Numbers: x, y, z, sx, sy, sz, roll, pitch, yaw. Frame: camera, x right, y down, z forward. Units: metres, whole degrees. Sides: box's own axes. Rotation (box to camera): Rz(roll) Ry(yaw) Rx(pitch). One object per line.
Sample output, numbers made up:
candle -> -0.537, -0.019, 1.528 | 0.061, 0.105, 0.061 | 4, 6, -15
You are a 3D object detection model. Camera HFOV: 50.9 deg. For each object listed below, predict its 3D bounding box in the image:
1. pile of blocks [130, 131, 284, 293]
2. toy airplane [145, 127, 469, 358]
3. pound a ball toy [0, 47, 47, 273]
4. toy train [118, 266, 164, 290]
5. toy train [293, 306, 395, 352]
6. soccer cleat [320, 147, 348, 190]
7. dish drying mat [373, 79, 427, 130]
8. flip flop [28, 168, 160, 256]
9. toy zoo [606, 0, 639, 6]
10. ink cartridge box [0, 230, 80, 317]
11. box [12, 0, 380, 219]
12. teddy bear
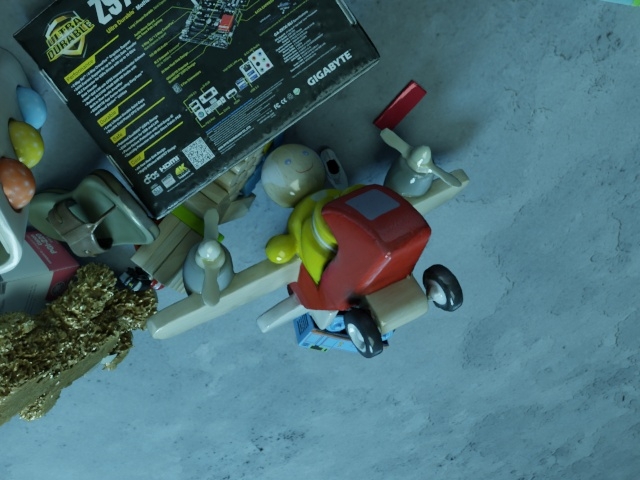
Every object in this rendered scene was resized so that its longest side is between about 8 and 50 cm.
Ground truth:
pile of blocks -> -0.153, -0.096, 0.921 | 0.113, 0.149, 0.362 | 37, 107, 9
toy airplane -> 0.000, 0.000, 0.916 | 0.385, 0.386, 0.272 | -24, 94, 26
pound a ball toy -> -0.367, -0.108, 0.680 | 0.136, 0.319, 0.208 | -14, 131, -6
toy train -> -0.242, 0.056, 0.988 | 0.027, 0.036, 0.158 | -47, 170, 10
toy train -> 0.045, 0.150, 1.190 | 0.184, 0.080, 0.105 | 17, 131, -31
soccer cleat -> 0.022, -0.100, 0.998 | 0.029, 0.035, 0.083 | -24, 131, 3
dish drying mat -> 0.114, -0.191, 0.971 | 0.032, 0.008, 0.083 | 29, 116, -33
flip flop -> -0.299, -0.020, 0.838 | 0.277, 0.080, 0.112 | -2, 133, 42
toy zoo -> 0.372, -0.408, 0.857 | 0.293, 0.030, 0.192 | 2, 128, -19
ink cartridge box -> -0.457, 0.083, 0.897 | 0.218, 0.092, 0.158 | -18, 145, -54
box -> -0.133, -0.216, 0.756 | 0.322, 0.079, 0.257 | -34, 99, 11
teddy bear -> -0.358, 0.138, 0.941 | 0.338, 0.113, 0.245 | -34, 163, -51
